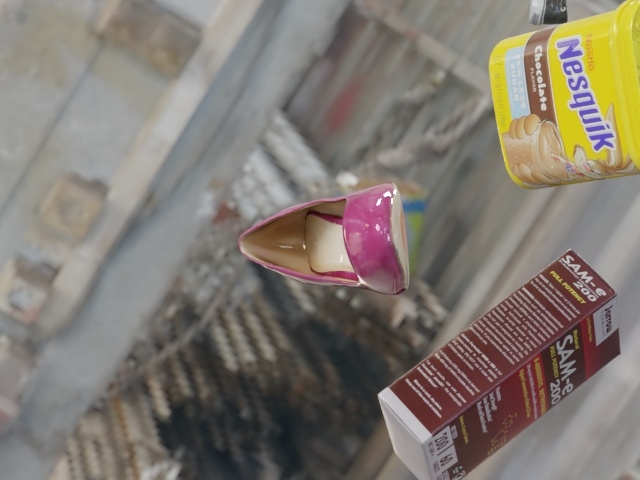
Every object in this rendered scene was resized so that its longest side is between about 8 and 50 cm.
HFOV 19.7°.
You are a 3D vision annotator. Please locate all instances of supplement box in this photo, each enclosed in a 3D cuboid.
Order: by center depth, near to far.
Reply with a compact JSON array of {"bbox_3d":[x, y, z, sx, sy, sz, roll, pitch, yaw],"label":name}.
[{"bbox_3d":[0.176,0.129,1.774,0.073,0.239,0.130,46,-14,30],"label":"supplement box"}]

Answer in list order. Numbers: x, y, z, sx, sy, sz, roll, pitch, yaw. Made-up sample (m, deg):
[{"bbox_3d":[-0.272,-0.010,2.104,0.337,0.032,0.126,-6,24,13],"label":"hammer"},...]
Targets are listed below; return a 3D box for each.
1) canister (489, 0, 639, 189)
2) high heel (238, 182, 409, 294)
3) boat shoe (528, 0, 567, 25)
[{"bbox_3d":[0.201,-0.102,1.327,0.073,0.126,0.170,-11,2,-31],"label":"canister"},{"bbox_3d":[0.000,0.000,1.355,0.117,0.082,0.244,-5,6,-3],"label":"high heel"},{"bbox_3d":[0.240,-0.282,1.901,0.040,0.142,0.049,7,-23,4],"label":"boat shoe"}]
